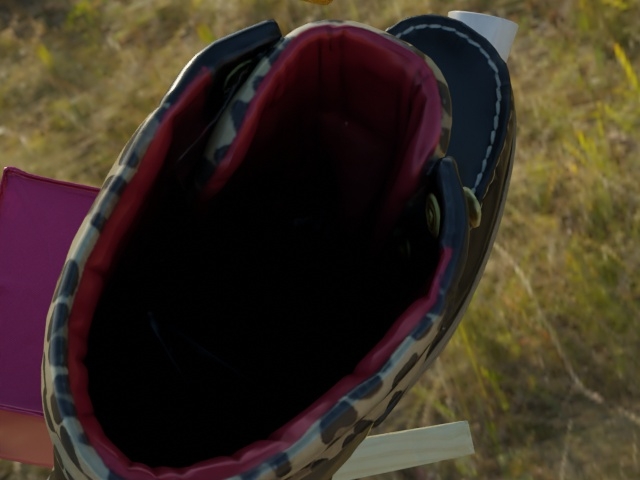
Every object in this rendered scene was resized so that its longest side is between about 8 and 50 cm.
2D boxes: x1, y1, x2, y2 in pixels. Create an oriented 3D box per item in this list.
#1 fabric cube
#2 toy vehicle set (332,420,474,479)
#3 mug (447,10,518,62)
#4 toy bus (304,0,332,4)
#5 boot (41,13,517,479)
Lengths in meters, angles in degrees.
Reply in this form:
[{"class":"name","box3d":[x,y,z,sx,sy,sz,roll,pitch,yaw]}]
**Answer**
[{"class":"fabric cube","box3d":[-0.241,0.101,1.611,0.254,0.258,0.259,12,69,-5]},{"class":"toy vehicle set","box3d":[0.008,0.220,1.497,0.166,0.267,0.035,-16,81,40]},{"class":"mug","box3d":[0.136,-0.161,1.319,0.062,0.078,0.064,10,92,4]},{"class":"toy bus","box3d":[0.046,-0.262,1.084,0.130,0.108,0.332,15,28,1]},{"class":"boot","box3d":[0.000,0.000,0.638,0.138,0.284,0.377,36,66,6]}]
